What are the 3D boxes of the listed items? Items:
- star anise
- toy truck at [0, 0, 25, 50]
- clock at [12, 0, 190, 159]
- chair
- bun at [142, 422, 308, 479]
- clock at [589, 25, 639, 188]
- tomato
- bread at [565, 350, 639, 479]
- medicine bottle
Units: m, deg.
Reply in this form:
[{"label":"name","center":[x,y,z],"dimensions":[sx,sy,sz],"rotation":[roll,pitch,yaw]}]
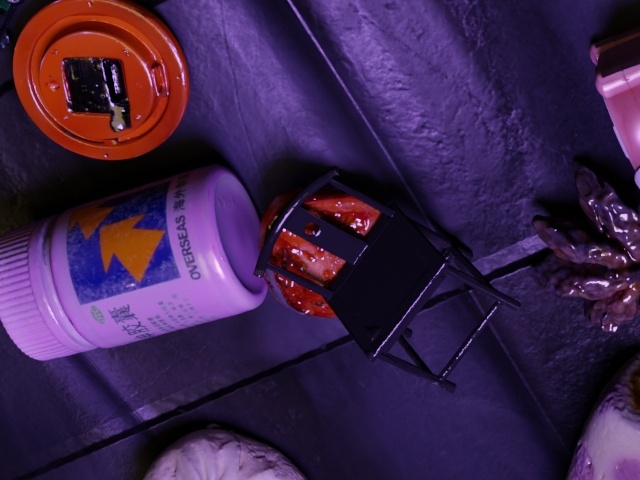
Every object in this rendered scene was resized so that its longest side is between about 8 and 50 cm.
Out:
[{"label":"star anise","center":[0.360,0.020,1.364],"dimensions":[0.236,0.109,0.223],"rotation":[-6,125,8]},{"label":"toy truck","center":[-0.370,-0.260,1.302],"dimensions":[0.079,0.065,0.147],"rotation":[36,120,-11]},{"label":"clock","center":[-0.251,-0.184,1.342],"dimensions":[0.205,0.051,0.205],"rotation":[3,120,5]},{"label":"chair","center":[0.077,0.046,1.331],"dimensions":[0.260,0.141,0.154],"rotation":[27,105,-37]},{"label":"bun","center":[-0.136,0.386,1.591],"dimensions":[0.259,0.160,0.259],"rotation":[1,104,4]},{"label":"clock","center":[0.353,-0.134,1.237],"dimensions":[0.092,0.166,0.162],"rotation":[-19,110,17]},{"label":"tomato","center":[-0.007,0.005,1.401],"dimensions":[0.166,0.082,0.174],"rotation":[-3,123,-24]},{"label":"bread","center":[0.389,0.317,1.492],"dimensions":[0.155,0.187,0.338],"rotation":[26,126,24]},{"label":"medicine bottle","center":[-0.223,0.030,1.395],"dimensions":[0.290,0.178,0.178],"rotation":[-15,118,15]}]
